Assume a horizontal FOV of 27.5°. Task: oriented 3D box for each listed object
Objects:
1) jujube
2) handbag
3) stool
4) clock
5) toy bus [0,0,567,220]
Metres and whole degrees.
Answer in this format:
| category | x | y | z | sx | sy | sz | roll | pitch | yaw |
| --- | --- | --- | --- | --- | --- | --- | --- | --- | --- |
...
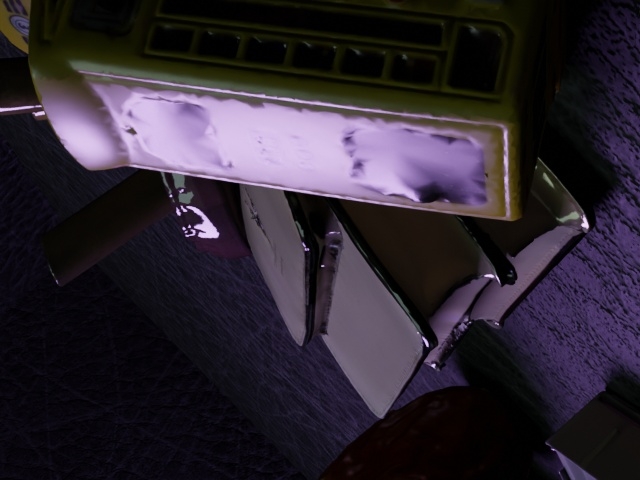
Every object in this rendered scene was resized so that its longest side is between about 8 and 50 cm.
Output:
| category | x | y | z | sx | sy | sz | roll | pitch | yaw |
| --- | --- | --- | --- | --- | --- | --- | --- | --- | --- |
| jujube | 0.099 | 0.256 | 1.321 | 0.174 | 0.250 | 0.174 | 43 | 161 | 18 |
| handbag | 0.035 | -0.017 | 0.961 | 0.237 | 0.160 | 0.358 | 54 | 169 | 11 |
| stool | -0.176 | -0.091 | 1.204 | 0.272 | 0.178 | 0.272 | -18 | -90 | -88 |
| clock | 0.278 | 0.218 | 1.021 | 0.192 | 0.071 | 0.147 | 34 | 161 | 49 |
| toy bus | -0.041 | -0.111 | 0.697 | 0.331 | 0.151 | 0.145 | 8 | 155 | 14 |
